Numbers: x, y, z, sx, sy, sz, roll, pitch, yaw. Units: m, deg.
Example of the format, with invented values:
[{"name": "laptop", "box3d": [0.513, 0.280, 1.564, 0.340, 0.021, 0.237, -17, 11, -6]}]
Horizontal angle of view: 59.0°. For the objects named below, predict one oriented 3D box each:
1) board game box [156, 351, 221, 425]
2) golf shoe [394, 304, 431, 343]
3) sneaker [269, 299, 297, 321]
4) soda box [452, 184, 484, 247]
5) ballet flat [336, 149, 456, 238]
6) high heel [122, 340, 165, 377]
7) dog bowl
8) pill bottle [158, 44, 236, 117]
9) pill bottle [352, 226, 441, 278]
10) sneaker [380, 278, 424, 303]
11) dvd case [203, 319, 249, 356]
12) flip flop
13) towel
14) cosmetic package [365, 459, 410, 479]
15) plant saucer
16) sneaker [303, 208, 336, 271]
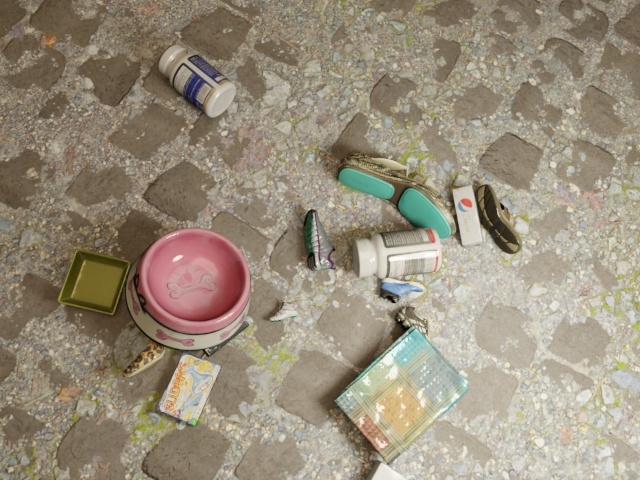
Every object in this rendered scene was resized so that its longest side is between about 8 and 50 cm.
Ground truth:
[{"name": "board game box", "box3d": [-0.424, 0.478, 1.830, 0.136, 0.035, 0.201, 21, 73, 0]}, {"name": "golf shoe", "box3d": [0.346, 0.309, 1.934, 0.094, 0.077, 0.198, -34, 81, -14]}, {"name": "sneaker", "box3d": [-0.133, 0.237, 1.929, 0.098, 0.038, 0.069, -12, 74, -19]}, {"name": "soda box", "box3d": [0.538, -0.086, 2.058, 0.074, 0.069, 0.215, -12, 73, 19]}, {"name": "ballet flat", "box3d": [0.295, -0.193, 2.044, 0.483, 0.164, 0.182, 29, 53, 5]}, {"name": "high heel", "box3d": [-0.566, 0.306, 1.831, 0.261, 0.093, 0.186, -37, 84, -28]}, {"name": "dog bowl", "box3d": [-0.406, 0.137, 1.808, 0.409, 0.150, 0.407, 10, 60, -17]}, {"name": "pill bottle", "box3d": [-0.453, -0.587, 2.069, 0.265, 0.153, 0.153, 40, 74, 6]}, {"name": "pill bottle", "box3d": [0.260, 0.046, 1.956, 0.284, 0.161, 0.161, -6, 75, -7]}, {"name": "sneaker", "box3d": [0.283, 0.184, 1.971, 0.152, 0.058, 0.084, 11, 68, 2]}, {"name": "dvd case", "box3d": [-0.377, 0.241, 1.873, 0.238, 0.029, 0.179, 48, 54, 8]}, {"name": "flip flop", "box3d": [0.656, -0.079, 2.069, 0.080, 0.112, 0.277, -19, 73, -37]}, {"name": "towel", "box3d": [0.264, 0.488, 1.814, 0.370, 0.040, 0.271, -40, 75, -12]}, {"name": "cosmetic package", "box3d": [0.205, 0.922, 1.735, 0.285, 0.097, 0.377, 33, 74, 6]}, {"name": "plant saucer", "box3d": [-0.749, 0.141, 1.888, 0.189, 0.045, 0.188, 14, 73, -2]}, {"name": "sneaker", "box3d": [0.000, 0.000, 2.000, 0.098, 0.083, 0.223, 2, 78, -27]}]
